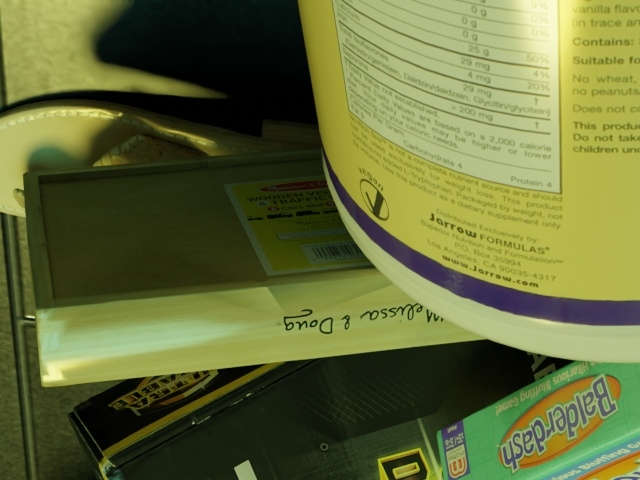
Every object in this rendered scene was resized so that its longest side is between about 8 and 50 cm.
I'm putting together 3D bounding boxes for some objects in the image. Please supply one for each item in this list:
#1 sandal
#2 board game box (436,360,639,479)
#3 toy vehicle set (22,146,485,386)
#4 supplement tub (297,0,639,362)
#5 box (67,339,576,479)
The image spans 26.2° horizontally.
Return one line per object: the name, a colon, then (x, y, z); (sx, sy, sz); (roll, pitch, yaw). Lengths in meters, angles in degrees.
sandal: (-0.089, -0.017, 0.731); (0.240, 0.079, 0.088); (1, 136, 4)
board game box: (0.189, 0.101, 0.681); (0.210, 0.047, 0.160); (13, 147, -33)
toy vehicle set: (0.000, 0.000, 0.635); (0.266, 0.166, 0.035); (-5, 113, -11)
supplement tub: (0.100, -0.146, 0.467); (0.241, 0.241, 0.331); (-3, 135, 8)
box: (0.042, 0.174, 0.762); (0.257, 0.079, 0.322); (-26, 115, -14)
